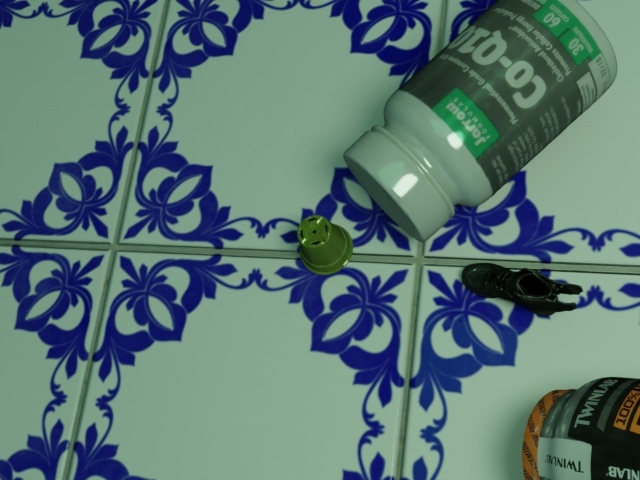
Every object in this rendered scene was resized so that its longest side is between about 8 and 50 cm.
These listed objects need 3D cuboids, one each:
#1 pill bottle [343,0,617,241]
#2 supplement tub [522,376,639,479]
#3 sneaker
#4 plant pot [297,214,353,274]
[{"bbox_3d":[0.220,-0.178,1.269,0.361,0.204,0.204,-43,65,-3],"label":"pill bottle"},{"bbox_3d":[0.399,0.255,1.007,0.316,0.193,0.194,-5,65,48],"label":"supplement tub"},{"bbox_3d":[0.271,0.060,1.227,0.170,0.089,0.051,21,77,21],"label":"sneaker"},{"bbox_3d":[0.000,0.000,1.328,0.083,0.079,0.083,-5,69,13],"label":"plant pot"}]
